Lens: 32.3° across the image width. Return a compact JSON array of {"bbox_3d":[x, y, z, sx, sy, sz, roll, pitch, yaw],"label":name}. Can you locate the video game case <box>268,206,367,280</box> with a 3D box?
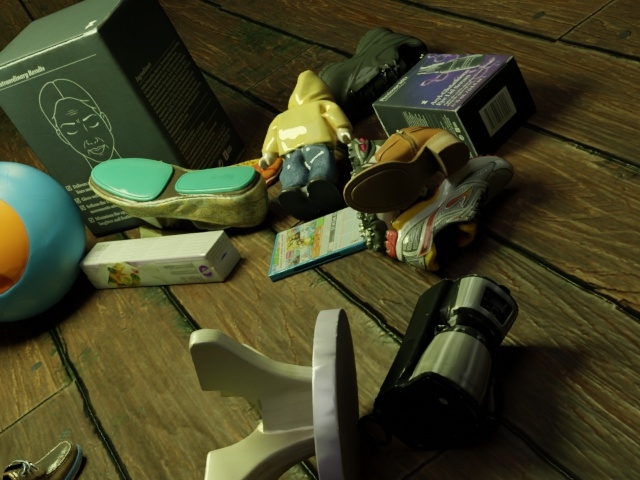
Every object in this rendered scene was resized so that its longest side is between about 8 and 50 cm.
[{"bbox_3d":[0.000,0.000,1.739,0.166,0.015,0.119,-20,31,19],"label":"video game case"}]

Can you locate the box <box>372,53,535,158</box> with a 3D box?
[{"bbox_3d":[0.214,-0.216,1.787,0.153,0.108,0.207,-45,32,-23],"label":"box"}]

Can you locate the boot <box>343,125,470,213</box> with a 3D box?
[{"bbox_3d":[0.103,-0.106,1.583,0.197,0.073,0.152,-21,23,-13],"label":"boot"}]

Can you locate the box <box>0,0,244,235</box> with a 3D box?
[{"bbox_3d":[-0.384,-0.242,2.089,0.293,0.395,0.212,-12,34,30],"label":"box"}]

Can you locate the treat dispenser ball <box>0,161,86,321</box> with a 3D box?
[{"bbox_3d":[-0.567,0.002,1.986,0.288,0.288,0.288,-23,29,14],"label":"treat dispenser ball"}]

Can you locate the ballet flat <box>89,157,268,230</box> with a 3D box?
[{"bbox_3d":[-0.248,-0.072,1.936,0.348,0.123,0.123,3,41,24],"label":"ballet flat"}]

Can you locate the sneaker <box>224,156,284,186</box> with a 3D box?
[{"bbox_3d":[-0.136,-0.116,2.000,0.175,0.067,0.064,-38,27,-17],"label":"sneaker"}]

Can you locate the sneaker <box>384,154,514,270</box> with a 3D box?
[{"bbox_3d":[0.198,-0.033,1.556,0.225,0.088,0.092,-42,51,-20],"label":"sneaker"}]

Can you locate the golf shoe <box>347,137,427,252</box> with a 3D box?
[{"bbox_3d":[0.106,-0.083,1.680,0.120,0.105,0.273,-7,34,4],"label":"golf shoe"}]

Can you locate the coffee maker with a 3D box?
[{"bbox_3d":[0.133,0.139,1.282,0.171,0.120,0.178,-10,34,34],"label":"coffee maker"}]

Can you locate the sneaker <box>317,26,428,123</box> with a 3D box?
[{"bbox_3d":[0.092,-0.299,2.049,0.130,0.109,0.286,15,55,41],"label":"sneaker"}]

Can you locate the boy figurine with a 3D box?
[{"bbox_3d":[-0.025,-0.170,1.879,0.177,0.092,0.285,-20,45,20],"label":"boy figurine"}]

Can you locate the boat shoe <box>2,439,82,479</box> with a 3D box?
[{"bbox_3d":[-0.404,0.338,1.522,0.066,0.066,0.183,2,42,44],"label":"boat shoe"}]

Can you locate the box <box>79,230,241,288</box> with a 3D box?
[{"bbox_3d":[-0.281,0.036,1.895,0.324,0.063,0.067,-6,38,38],"label":"box"}]

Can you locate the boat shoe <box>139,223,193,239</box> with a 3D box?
[{"bbox_3d":[-0.271,0.005,1.964,0.056,0.048,0.153,-17,21,-40],"label":"boat shoe"}]

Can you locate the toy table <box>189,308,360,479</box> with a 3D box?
[{"bbox_3d":[-0.044,0.197,1.262,0.161,0.252,0.274,-8,21,6],"label":"toy table"}]
